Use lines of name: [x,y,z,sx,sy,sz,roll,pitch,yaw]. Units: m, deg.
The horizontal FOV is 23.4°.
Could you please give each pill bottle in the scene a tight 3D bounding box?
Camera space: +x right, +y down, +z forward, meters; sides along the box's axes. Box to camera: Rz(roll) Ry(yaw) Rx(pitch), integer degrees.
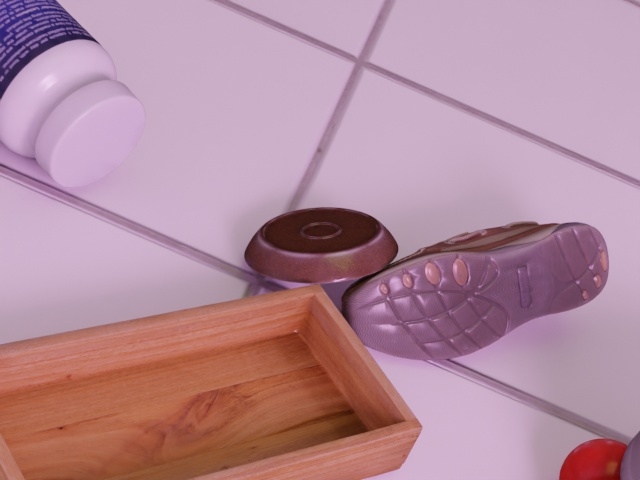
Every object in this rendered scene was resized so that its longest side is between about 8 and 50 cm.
pill bottle: [-0.318,-0.186,1.689,0.153,0.153,0.265,-21,56,-42]

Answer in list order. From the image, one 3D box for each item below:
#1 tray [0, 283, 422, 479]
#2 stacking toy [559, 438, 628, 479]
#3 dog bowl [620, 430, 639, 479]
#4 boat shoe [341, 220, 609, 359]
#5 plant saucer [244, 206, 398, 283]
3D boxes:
tray: [-0.126,0.166,1.444,0.411,0.076,0.203,-9,48,-36]
stacking toy: [0.286,0.316,1.454,0.141,0.141,0.330,16,32,-10]
dog bowl: [0.465,0.241,1.465,0.349,0.102,0.349,15,27,-8]
boat shoe: [0.163,0.050,1.715,0.324,0.123,0.116,-10,15,-25]
plant saucer: [0.000,0.000,1.680,0.168,0.029,0.168,-3,23,1]
